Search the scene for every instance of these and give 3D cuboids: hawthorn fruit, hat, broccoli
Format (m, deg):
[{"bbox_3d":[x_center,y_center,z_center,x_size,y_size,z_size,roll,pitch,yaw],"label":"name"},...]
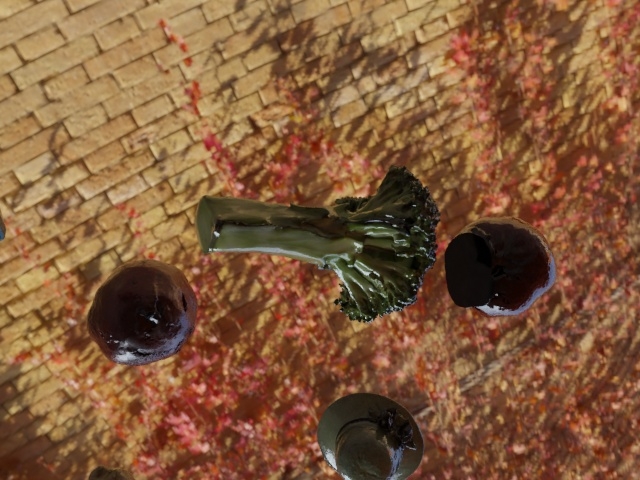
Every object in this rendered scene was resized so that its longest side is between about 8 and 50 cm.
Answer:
[{"bbox_3d":[0.331,0.047,1.361,0.190,0.189,0.251,-5,177,27],"label":"hawthorn fruit"},{"bbox_3d":[0.106,0.490,1.708,0.257,0.257,0.130,-14,-164,15],"label":"hat"},{"bbox_3d":[-0.277,0.122,1.204,0.181,0.181,0.235,-38,-166,-21],"label":"hawthorn fruit"},{"bbox_3d":[-0.006,0.004,1.148,0.362,0.252,0.221,-2,-110,-3],"label":"broccoli"}]

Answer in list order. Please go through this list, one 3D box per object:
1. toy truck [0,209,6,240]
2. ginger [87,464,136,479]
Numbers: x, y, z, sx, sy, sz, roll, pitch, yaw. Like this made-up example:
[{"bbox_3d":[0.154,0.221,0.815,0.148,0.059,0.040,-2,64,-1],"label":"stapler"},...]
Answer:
[{"bbox_3d":[-0.528,-0.037,0.946,0.253,0.114,0.124,2,-137,5],"label":"toy truck"},{"bbox_3d":[-0.330,0.466,1.312,0.193,0.122,0.115,9,-170,2],"label":"ginger"}]
